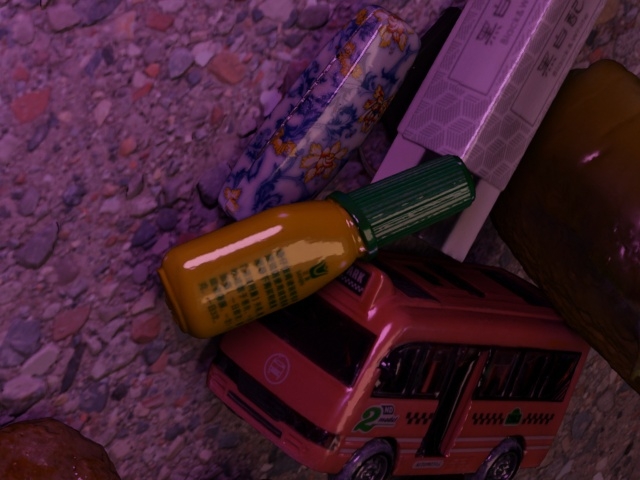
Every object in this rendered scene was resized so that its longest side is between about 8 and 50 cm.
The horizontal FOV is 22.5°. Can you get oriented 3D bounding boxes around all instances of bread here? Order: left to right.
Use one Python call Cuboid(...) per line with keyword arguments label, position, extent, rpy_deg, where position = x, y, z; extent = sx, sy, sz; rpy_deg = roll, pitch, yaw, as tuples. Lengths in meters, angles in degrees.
Cuboid(label="bread", position=(-0.275, 0.277, 1.497), extent=(0.230, 0.123, 0.230), rpy_deg=(-26, 133, -31))
Cuboid(label="bread", position=(0.332, -0.006, 1.731), extent=(0.208, 0.376, 0.251), rpy_deg=(-23, 151, -23))

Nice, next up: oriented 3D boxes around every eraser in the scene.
Cuboid(label="eraser", position=(0.186, -0.182, 1.614), extent=(0.098, 0.096, 0.404), rpy_deg=(27, 91, -53))

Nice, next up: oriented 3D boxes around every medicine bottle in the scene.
Cuboid(label="medicine bottle", position=(0.000, 0.000, 1.506), extent=(0.309, 0.076, 0.111), rpy_deg=(-22, 141, -8))

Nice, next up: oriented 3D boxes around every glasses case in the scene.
Cuboid(label="glasses case", position=(0.000, -0.111, 1.523), extent=(0.248, 0.065, 0.087), rpy_deg=(-51, 140, 5))

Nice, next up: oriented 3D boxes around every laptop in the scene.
Cuboid(label="laptop", position=(0.122, -0.135, 1.674), extent=(0.135, 0.016, 0.197), rpy_deg=(-48, 144, -16))

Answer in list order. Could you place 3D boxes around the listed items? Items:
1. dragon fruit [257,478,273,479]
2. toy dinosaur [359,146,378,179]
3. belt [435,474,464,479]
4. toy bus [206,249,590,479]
Cuboid(label="dragon fruit", position=(-0.063, 0.416, 1.711), extent=(0.189, 0.290, 0.290), rpy_deg=(-17, 130, -39))
Cuboid(label="toy dinosaur", position=(0.066, -0.039, 1.687), extent=(0.058, 0.037, 0.180), rpy_deg=(-65, 155, -20))
Cuboid(label="belt", position=(0.204, 0.411, 2.044), extent=(0.115, 0.227, 0.324), rpy_deg=(-42, 155, -10))
Cuboid(label="toy bus", position=(0.097, 0.131, 1.720), extent=(0.427, 0.203, 0.233), rpy_deg=(8, 110, -51))
